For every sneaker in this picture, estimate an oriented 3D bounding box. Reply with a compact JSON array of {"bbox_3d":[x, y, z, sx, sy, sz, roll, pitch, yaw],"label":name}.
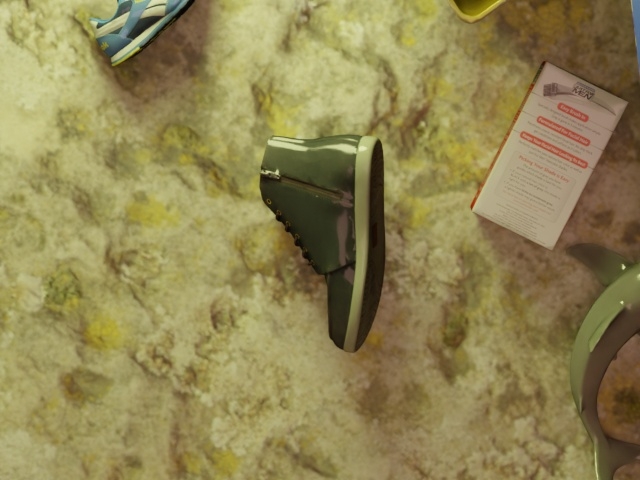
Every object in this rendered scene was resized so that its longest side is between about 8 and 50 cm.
[{"bbox_3d":[0.000,0.000,1.707,0.118,0.083,0.222,5,101,16],"label":"sneaker"},{"bbox_3d":[-0.169,-0.238,1.684,0.144,0.053,0.059,-40,92,5],"label":"sneaker"}]

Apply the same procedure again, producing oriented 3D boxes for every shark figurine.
[{"bbox_3d":[0.287,0.118,1.681,0.166,0.116,0.278,23,111,14],"label":"shark figurine"}]

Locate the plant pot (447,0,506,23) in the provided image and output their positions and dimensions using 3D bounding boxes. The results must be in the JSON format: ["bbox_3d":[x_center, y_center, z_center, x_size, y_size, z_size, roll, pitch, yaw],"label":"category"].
[{"bbox_3d":[0.159,-0.348,1.594,0.212,0.187,0.212,-35,96,5],"label":"plant pot"}]

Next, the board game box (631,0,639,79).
[{"bbox_3d":[0.425,-0.255,1.552,0.347,0.078,0.233,-12,98,-38],"label":"board game box"}]

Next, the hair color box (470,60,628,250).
[{"bbox_3d":[0.228,-0.085,1.693,0.093,0.053,0.167,26,98,-1],"label":"hair color box"}]
